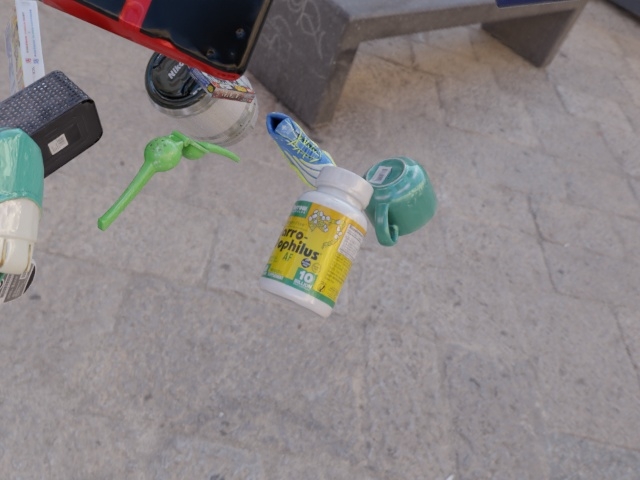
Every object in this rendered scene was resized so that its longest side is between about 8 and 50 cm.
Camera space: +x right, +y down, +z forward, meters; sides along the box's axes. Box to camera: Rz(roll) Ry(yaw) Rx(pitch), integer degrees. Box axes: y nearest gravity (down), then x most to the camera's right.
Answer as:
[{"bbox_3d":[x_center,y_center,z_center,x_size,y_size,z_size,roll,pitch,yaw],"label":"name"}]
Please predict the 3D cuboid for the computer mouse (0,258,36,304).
[{"bbox_3d":[-0.417,0.049,0.704,0.042,0.106,0.193,29,11,14],"label":"computer mouse"}]

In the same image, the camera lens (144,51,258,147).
[{"bbox_3d":[-0.300,-0.380,1.556,0.219,0.219,0.274,44,2,20],"label":"camera lens"}]

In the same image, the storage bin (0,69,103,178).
[{"bbox_3d":[-0.473,-0.185,1.025,0.084,0.122,0.180,42,65,12],"label":"storage bin"}]

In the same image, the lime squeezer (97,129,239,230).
[{"bbox_3d":[-0.219,-0.121,0.956,0.059,0.109,0.310,16,34,28],"label":"lime squeezer"}]

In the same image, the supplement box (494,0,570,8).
[{"bbox_3d":[0.179,-0.343,0.321,0.195,0.356,0.194,11,53,41],"label":"supplement box"}]

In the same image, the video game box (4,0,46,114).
[{"bbox_3d":[-0.635,-0.384,1.297,0.048,0.205,0.187,-9,90,-33],"label":"video game box"}]

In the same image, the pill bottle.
[{"bbox_3d":[0.000,0.000,0.904,0.118,0.117,0.208,25,79,0],"label":"pill bottle"}]

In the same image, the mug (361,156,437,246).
[{"bbox_3d":[0.134,-0.078,1.061,0.130,0.097,0.157,-27,38,6],"label":"mug"}]

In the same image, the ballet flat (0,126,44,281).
[{"bbox_3d":[-0.301,0.022,0.535,0.087,0.247,0.083,40,11,20],"label":"ballet flat"}]

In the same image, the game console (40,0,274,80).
[{"bbox_3d":[-0.200,-0.454,0.818,0.342,0.060,0.386,21,86,-16],"label":"game console"}]

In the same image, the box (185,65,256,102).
[{"bbox_3d":[-0.216,-0.345,1.325,0.094,0.027,0.137,48,27,18],"label":"box"}]

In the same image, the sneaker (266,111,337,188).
[{"bbox_3d":[-0.055,-0.212,1.417,0.240,0.091,0.126,47,7,24],"label":"sneaker"}]
